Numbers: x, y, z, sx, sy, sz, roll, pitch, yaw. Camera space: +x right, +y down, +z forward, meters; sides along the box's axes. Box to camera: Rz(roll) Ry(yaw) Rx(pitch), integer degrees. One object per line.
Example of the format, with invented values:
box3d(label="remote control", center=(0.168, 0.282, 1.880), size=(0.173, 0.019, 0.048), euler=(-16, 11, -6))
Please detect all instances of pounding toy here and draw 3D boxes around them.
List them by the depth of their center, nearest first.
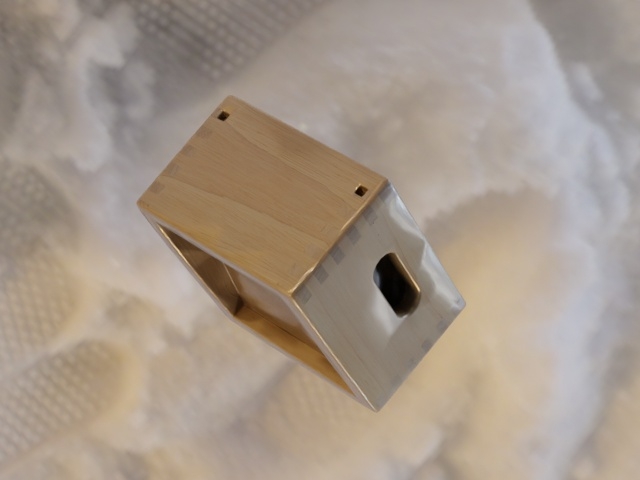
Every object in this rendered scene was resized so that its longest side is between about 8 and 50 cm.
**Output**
box3d(label="pounding toy", center=(0.000, 0.000, 0.940), size=(0.100, 0.130, 0.141), euler=(-50, 141, -12))
